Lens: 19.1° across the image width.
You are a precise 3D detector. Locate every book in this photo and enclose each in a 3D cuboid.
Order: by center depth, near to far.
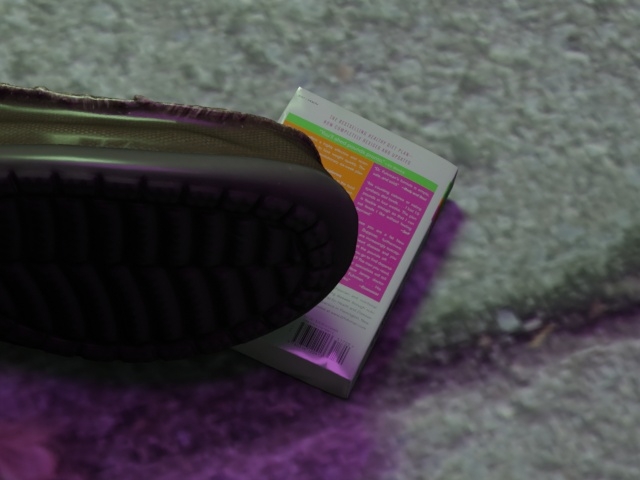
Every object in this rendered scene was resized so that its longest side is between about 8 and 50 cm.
[{"bbox_3d":[0.000,0.000,0.958,0.096,0.035,0.144,24,56,8],"label":"book"}]

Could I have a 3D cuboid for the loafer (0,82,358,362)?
[{"bbox_3d":[-0.163,-0.036,0.885,0.365,0.134,0.130,4,48,1],"label":"loafer"}]
